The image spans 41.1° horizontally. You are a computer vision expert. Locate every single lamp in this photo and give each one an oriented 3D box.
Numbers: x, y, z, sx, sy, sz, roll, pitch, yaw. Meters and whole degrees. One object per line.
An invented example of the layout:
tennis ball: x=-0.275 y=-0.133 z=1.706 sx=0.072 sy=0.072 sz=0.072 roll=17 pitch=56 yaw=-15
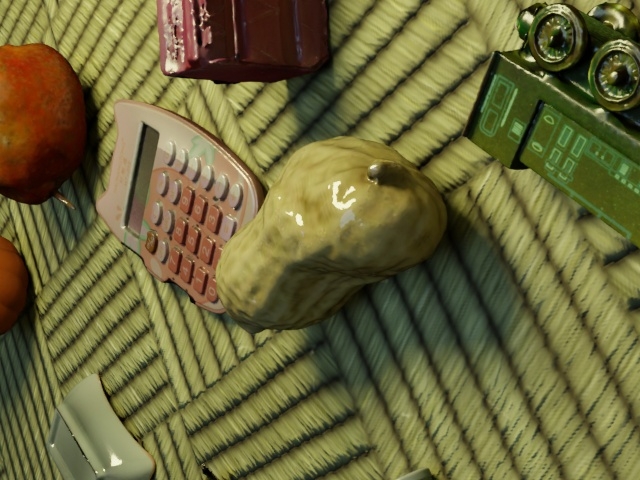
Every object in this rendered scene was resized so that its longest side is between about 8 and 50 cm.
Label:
lamp: x=-0.612 y=0.086 z=1.474 sx=0.223 sy=0.196 sz=0.223 roll=-9 pitch=62 yaw=17

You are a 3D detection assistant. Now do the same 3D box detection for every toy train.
toy train: x=0.215 y=-0.082 z=0.615 sx=0.225 sy=0.090 sz=0.137 roll=45 pitch=132 yaw=35

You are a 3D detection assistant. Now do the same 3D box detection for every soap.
soap: x=-0.078 y=-0.290 z=0.869 sx=0.099 sy=0.162 sz=0.249 roll=-1 pitch=91 yaw=54

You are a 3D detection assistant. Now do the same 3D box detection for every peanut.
peanut: x=0.003 y=-0.009 z=0.823 sx=0.291 sy=0.143 sz=0.159 roll=-36 pitch=33 yaw=50

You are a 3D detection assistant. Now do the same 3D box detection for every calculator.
calculator: x=-0.177 y=-0.045 z=1.088 sx=0.330 sy=0.048 sz=0.220 roll=35 pitch=118 yaw=38

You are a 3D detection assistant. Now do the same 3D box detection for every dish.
dish: x=-0.343 y=0.322 z=1.283 sx=0.212 sy=0.077 sz=0.151 roll=45 pitch=124 yaw=36

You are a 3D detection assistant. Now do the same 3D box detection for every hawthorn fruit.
hawthorn fruit: x=-0.436 y=-0.155 z=1.259 sx=0.211 sy=0.211 sz=0.262 roll=-20 pitch=91 yaw=47

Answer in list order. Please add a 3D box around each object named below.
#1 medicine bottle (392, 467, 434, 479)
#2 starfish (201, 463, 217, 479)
medicine bottle: x=0.094 y=0.267 z=0.802 sx=0.058 sy=0.058 sz=0.091 roll=-41 pitch=64 yaw=42
starfish: x=-0.140 y=0.324 z=1.081 sx=0.133 sy=0.041 sz=0.130 roll=37 pitch=129 yaw=32
